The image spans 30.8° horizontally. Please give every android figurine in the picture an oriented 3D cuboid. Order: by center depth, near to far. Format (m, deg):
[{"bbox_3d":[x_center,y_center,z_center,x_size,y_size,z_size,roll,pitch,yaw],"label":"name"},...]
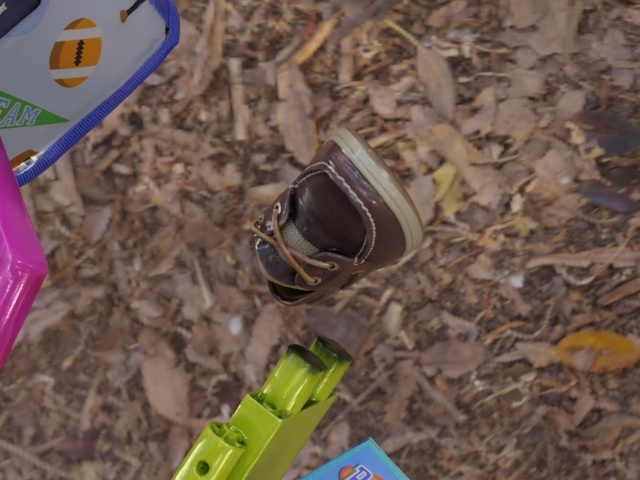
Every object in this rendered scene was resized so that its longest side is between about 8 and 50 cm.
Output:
[{"bbox_3d":[-0.072,0.213,1.117,0.056,0.248,0.273,37,103,14],"label":"android figurine"}]

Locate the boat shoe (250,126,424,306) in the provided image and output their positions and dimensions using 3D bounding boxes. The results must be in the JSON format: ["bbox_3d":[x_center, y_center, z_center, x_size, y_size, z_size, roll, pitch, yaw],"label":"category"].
[{"bbox_3d":[0.000,0.000,1.082,0.123,0.342,0.123,-38,87,-13],"label":"boat shoe"}]

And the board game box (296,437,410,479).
[{"bbox_3d":[0.003,0.259,0.874,0.160,0.210,0.047,43,146,37],"label":"board game box"}]

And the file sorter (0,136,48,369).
[{"bbox_3d":[-0.291,0.064,0.577,0.290,0.182,0.202,-61,33,16],"label":"file sorter"}]

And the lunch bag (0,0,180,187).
[{"bbox_3d":[-0.326,-0.170,0.750,0.385,0.328,0.239,-13,63,15],"label":"lunch bag"}]
